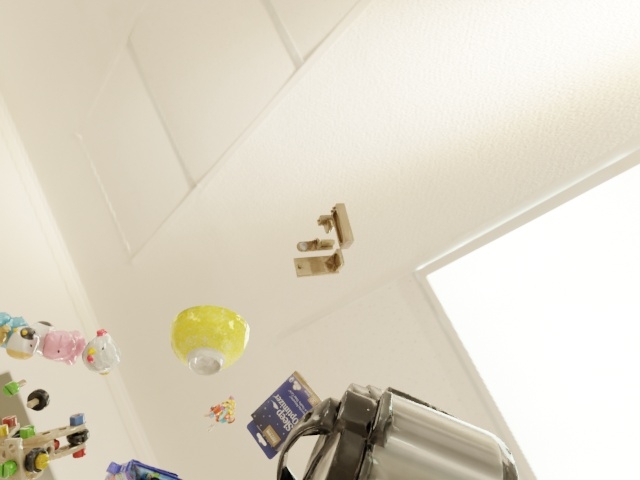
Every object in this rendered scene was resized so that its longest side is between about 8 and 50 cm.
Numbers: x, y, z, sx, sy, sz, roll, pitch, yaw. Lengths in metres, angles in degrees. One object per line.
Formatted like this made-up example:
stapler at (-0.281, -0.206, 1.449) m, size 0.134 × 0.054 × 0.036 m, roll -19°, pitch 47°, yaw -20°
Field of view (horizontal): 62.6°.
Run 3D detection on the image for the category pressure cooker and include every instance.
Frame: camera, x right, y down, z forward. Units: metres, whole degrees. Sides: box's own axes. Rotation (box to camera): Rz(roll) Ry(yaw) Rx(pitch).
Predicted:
pressure cooker at (0.121, 0.482, 1.025) m, size 0.421 × 0.375 × 0.369 m, roll 20°, pitch -101°, yaw 4°

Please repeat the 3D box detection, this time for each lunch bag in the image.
lunch bag at (-0.451, 0.689, 1.412) m, size 0.293 × 0.138 × 0.221 m, roll 39°, pitch -42°, yaw -12°

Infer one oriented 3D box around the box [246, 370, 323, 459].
box at (-0.108, 0.507, 1.531) m, size 0.225 × 0.036 × 0.136 m, roll -45°, pitch -125°, yaw -5°

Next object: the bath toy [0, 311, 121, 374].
bath toy at (-0.724, 0.280, 1.449) m, size 0.349 × 0.151 × 0.128 m, roll 10°, pitch -63°, yaw 7°

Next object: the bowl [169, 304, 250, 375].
bowl at (-0.399, 0.381, 1.861) m, size 0.156 × 0.290 × 0.289 m, roll -93°, pitch -156°, yaw -51°

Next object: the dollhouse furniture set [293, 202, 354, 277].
dollhouse furniture set at (0.000, 0.000, 1.410) m, size 0.151 × 0.123 × 0.144 m, roll 123°, pitch -42°, yaw -58°

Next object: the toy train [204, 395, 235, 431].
toy train at (-0.339, 0.602, 1.807) m, size 0.046 × 0.125 × 0.166 m, roll 52°, pitch -4°, yaw -13°

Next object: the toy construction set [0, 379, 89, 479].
toy construction set at (-0.770, 0.567, 1.333) m, size 0.258 × 0.237 × 0.308 m, roll 21°, pitch -82°, yaw 5°
